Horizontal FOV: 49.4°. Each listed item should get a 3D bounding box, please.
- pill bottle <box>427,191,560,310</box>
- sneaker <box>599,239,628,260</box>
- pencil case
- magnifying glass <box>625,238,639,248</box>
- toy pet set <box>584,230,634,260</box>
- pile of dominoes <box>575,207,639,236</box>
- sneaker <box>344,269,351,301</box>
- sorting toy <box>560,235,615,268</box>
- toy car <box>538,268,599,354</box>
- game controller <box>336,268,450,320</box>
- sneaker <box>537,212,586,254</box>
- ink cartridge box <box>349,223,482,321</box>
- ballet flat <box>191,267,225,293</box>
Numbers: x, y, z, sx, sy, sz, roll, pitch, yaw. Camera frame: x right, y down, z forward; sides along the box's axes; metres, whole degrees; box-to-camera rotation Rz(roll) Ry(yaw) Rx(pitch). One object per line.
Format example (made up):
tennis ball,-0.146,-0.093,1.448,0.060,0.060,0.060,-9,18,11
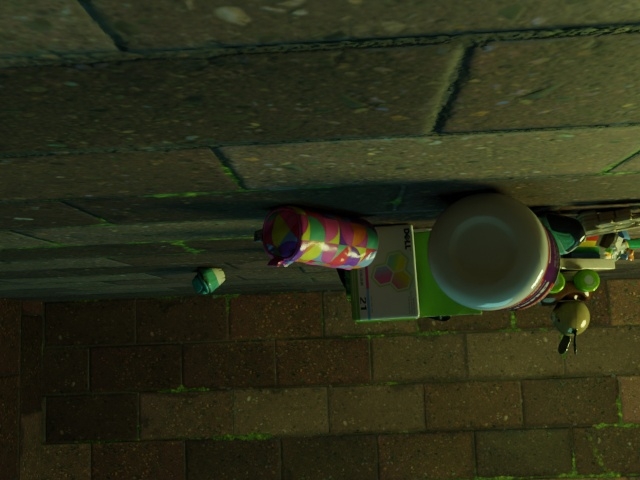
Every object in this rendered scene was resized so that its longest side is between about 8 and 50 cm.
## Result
pill bottle,0.305,0.029,1.176,0.182,0.181,0.323,-5,172,24
sneaker,0.693,0.032,1.754,0.083,0.084,0.215,-19,-179,-8
pencil case,0.000,0.000,1.191,0.105,0.104,0.236,-8,172,39
magnifying glass,0.832,0.005,1.799,0.231,0.026,0.092,-6,172,39
toy pet set,0.587,-0.010,1.405,0.122,0.065,0.114,27,-167,38
pile of dominoes,0.606,-0.055,1.275,0.251,0.040,0.196,-12,171,9
sneaker,0.161,0.055,1.621,0.296,0.123,0.109,-27,166,36
sorting toy,0.507,0.035,1.660,0.256,0.089,0.257,1,172,-24
toy car,0.550,0.165,1.584,0.149,0.188,0.155,-2,173,0
game controller,0.181,0.113,1.765,0.319,0.067,0.166,16,157,28
sneaker,0.452,-0.023,1.330,0.098,0.083,0.224,-24,-179,-14
ink cartridge box,0.189,0.063,1.393,0.255,0.188,0.097,-5,171,8
ballet flat,-0.344,0.118,2.173,0.087,0.083,0.247,-25,-179,-19
